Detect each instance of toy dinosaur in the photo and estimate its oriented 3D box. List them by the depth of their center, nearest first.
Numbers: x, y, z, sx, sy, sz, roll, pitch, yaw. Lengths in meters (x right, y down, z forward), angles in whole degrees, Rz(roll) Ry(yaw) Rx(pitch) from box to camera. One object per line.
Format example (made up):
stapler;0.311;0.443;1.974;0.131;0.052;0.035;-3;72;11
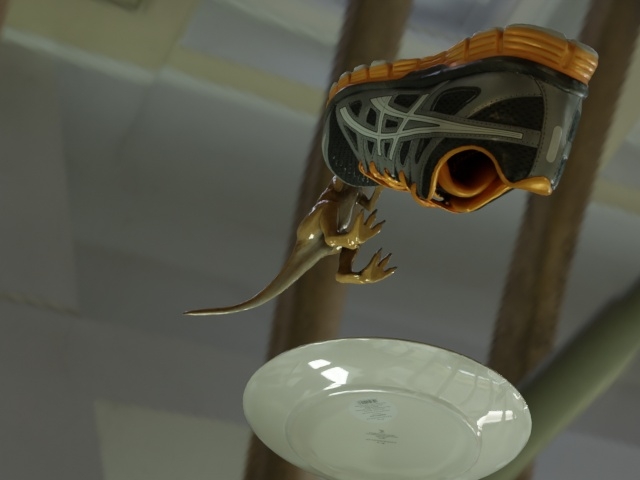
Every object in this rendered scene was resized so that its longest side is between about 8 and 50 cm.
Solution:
toy dinosaur;0.000;0.000;1.234;0.112;0.211;0.064;27;171;47

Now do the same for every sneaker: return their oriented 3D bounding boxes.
sneaker;0.063;-0.054;0.873;0.084;0.215;0.083;15;-106;-26

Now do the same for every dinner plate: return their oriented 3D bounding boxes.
dinner plate;0.031;0.091;0.771;0.141;0.141;0.017;21;-130;-17
